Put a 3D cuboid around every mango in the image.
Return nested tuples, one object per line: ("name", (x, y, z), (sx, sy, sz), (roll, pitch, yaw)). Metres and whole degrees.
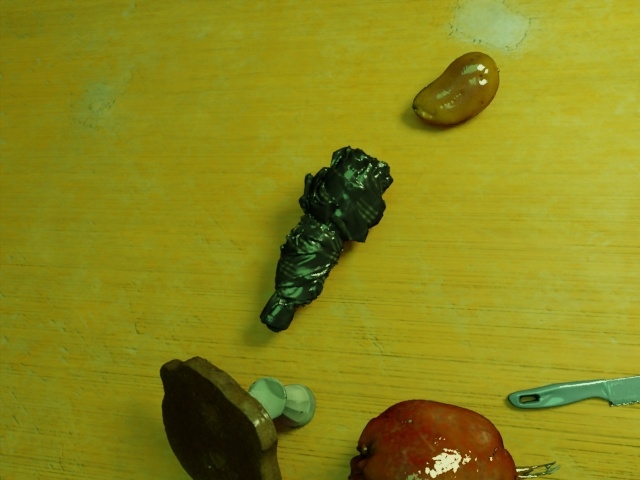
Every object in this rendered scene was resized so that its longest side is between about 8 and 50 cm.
("mango", (0.249, -0.265, 1.115), (0.159, 0.084, 0.105), (-35, 83, 22))

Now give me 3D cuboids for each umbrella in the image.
("umbrella", (0.010, 0.002, 1.071), (0.128, 0.154, 0.337), (31, 101, 59))

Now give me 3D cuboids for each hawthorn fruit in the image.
("hawthorn fruit", (0.186, 0.331, 0.871), (0.299, 0.211, 0.211), (-1, 72, 2))

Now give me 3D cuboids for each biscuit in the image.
("biscuit", (-0.156, 0.301, 0.952), (0.273, 0.049, 0.257), (18, 120, 39))

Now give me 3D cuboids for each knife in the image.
("knife", (0.445, 0.228, 0.938), (0.313, 0.019, 0.044), (-10, 78, 10))

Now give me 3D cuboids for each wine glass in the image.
("wine glass", (-0.063, 0.257, 0.977), (0.073, 0.155, 0.073), (-5, 71, 16))
